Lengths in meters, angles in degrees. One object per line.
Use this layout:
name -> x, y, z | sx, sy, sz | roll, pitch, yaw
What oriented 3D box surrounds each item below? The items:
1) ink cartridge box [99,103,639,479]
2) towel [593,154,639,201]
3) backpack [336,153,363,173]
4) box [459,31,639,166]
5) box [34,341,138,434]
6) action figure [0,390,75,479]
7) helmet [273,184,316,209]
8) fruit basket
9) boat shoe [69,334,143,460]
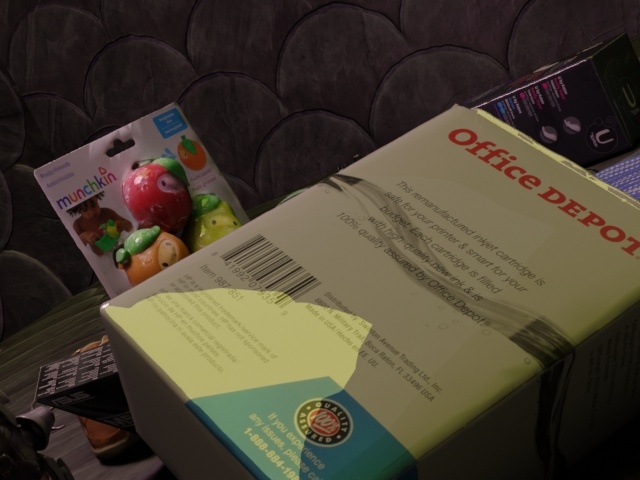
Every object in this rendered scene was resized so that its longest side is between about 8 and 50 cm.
ink cartridge box -> 0.054, 0.067, 0.775 | 0.307, 0.129, 0.223 | -30, 46, -24
towel -> 0.313, -0.046, 1.368 | 0.243, 0.040, 0.336 | -23, 8, 24
backpack -> 0.025, -0.024, 1.846 | 0.182, 0.152, 0.115 | -38, -5, 17
box -> 0.333, -0.176, 1.775 | 0.270, 0.143, 0.165 | -21, 9, 37
box -> -0.154, 0.151, 1.202 | 0.184, 0.045, 0.191 | 25, -32, -39
action figure -> -0.355, 0.254, 1.167 | 0.285, 0.185, 0.099 | -47, 7, -30
helmet -> 0.000, 0.000, 1.689 | 0.169, 0.169, 0.161 | -28, -8, -6
fruit basket -> -0.223, -0.018, 1.855 | 0.165, 0.353, 0.327 | -22, 8, 43
boat shoe -> -0.259, 0.183, 1.480 | 0.122, 0.120, 0.324 | -34, 9, -21
